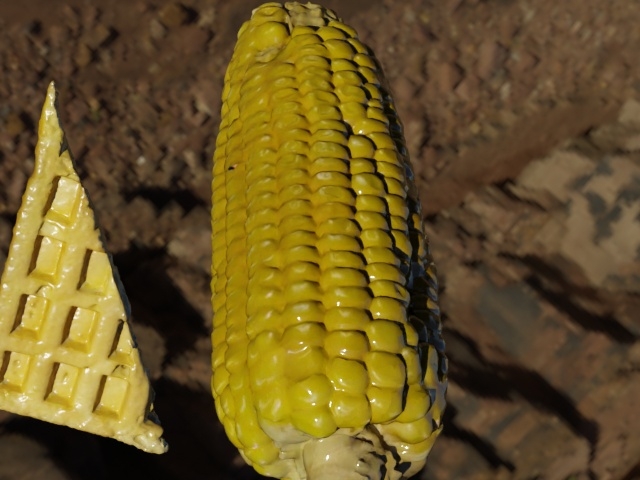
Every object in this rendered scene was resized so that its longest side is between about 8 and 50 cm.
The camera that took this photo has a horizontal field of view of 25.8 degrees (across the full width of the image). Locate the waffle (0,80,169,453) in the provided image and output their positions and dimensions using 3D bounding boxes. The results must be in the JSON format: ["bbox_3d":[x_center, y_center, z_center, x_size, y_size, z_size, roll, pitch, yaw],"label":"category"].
[{"bbox_3d":[-0.113,0.018,0.763,0.032,0.125,0.191,-96,-154,-68],"label":"waffle"}]

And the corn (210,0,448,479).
[{"bbox_3d":[0.000,0.000,0.586,0.097,0.261,0.097,-3,143,-2],"label":"corn"}]
